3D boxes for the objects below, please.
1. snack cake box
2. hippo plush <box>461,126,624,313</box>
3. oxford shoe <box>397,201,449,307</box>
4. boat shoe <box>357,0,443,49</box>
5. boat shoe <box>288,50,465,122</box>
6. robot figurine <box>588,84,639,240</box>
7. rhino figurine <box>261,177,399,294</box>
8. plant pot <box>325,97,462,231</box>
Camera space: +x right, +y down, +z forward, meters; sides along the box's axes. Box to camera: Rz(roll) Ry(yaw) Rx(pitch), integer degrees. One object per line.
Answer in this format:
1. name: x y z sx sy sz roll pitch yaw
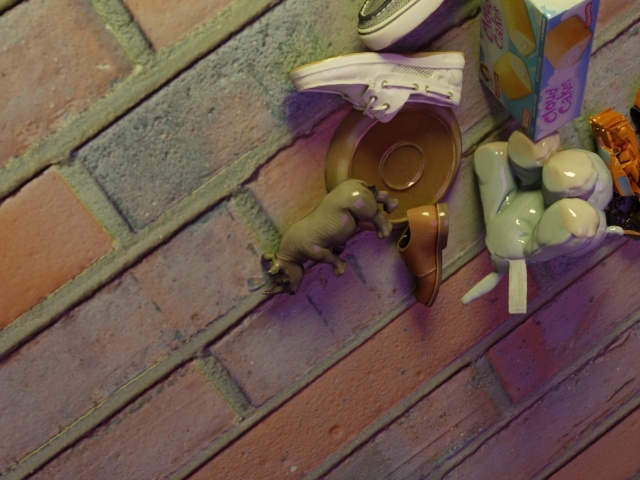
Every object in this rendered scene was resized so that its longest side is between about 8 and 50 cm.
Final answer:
1. snack cake box: 0.300 -0.285 1.486 0.089 0.152 0.264 -30 149 -11
2. hippo plush: 0.387 -0.038 1.659 0.236 0.234 0.294 -2 96 -38
3. oxford shoe: 0.158 0.023 1.670 0.076 0.076 0.212 -1 132 0
4. boat shoe: 0.134 -0.429 1.424 0.158 0.127 0.340 43 83 -28
5. boat shoe: 0.088 -0.215 1.493 0.277 0.098 0.096 -7 95 -25
6. robot figurine: 0.562 -0.126 1.794 0.211 0.085 0.291 -36 124 -6
7. rhino figurine: 0.000 0.000 1.569 0.243 0.073 0.106 -41 127 14
8. plant pot: 0.120 -0.117 1.610 0.236 0.032 0.236 -11 117 -22
